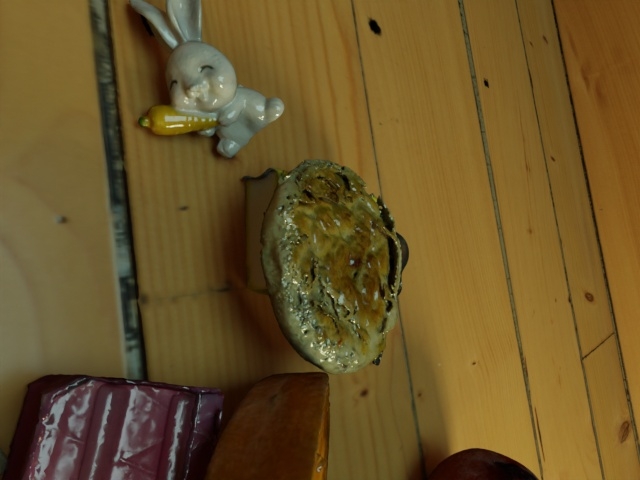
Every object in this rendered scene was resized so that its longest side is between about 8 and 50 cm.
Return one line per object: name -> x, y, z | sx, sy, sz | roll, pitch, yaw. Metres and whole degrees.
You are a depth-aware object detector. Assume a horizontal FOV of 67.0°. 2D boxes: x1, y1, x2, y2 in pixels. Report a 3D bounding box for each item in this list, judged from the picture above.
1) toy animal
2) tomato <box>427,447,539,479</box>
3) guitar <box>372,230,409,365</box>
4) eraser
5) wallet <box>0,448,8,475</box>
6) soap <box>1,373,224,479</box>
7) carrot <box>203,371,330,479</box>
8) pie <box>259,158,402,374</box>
toy animal -> -0.147, -0.187, 0.556 | 0.182, 0.131, 0.127 | 44, 19, -41
tomato -> 0.265, 0.433, 0.753 | 0.208, 0.184, 0.208 | 31, 34, -23
guitar -> 0.106, 0.089, 0.800 | 0.088, 0.025, 0.233 | 32, 59, -40
eraser -> 0.000, 0.000, 0.671 | 0.226, 0.069, 0.157 | 8, 73, -46
wallet -> -0.304, 0.174, 0.312 | 0.152, 0.039, 0.117 | -47, 113, -40
soap -> -0.179, 0.238, 0.389 | 0.162, 0.099, 0.249 | 26, 62, -42
carrot -> -0.033, 0.265, 0.472 | 0.307, 0.100, 0.258 | -61, 154, -64
pie -> 0.027, 0.027, 0.602 | 0.274, 0.055, 0.273 | 20, 63, -47
